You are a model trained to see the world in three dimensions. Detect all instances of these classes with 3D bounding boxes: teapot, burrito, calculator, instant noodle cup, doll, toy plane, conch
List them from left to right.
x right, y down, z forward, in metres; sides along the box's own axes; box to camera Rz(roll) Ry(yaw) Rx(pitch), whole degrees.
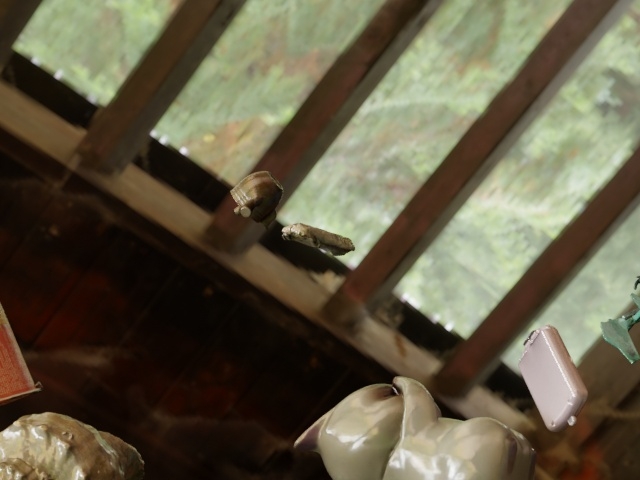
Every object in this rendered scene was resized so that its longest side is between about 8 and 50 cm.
[{"bbox_3d":[-0.559,0.185,1.957,0.213,0.213,0.174,-7,-100,-68],"label":"instant noodle cup"},{"bbox_3d":[-0.378,0.379,1.831,0.324,0.263,0.186,22,-146,-48],"label":"conch"},{"bbox_3d":[-0.093,-0.055,1.901,0.085,0.080,0.110,48,-172,-10],"label":"teapot"},{"bbox_3d":[0.000,-0.002,2.314,0.051,0.042,0.171,6,171,41],"label":"burrito"},{"bbox_3d":[0.171,0.342,1.961,0.370,0.226,0.215,27,-172,30],"label":"doll"},{"bbox_3d":[0.356,0.212,1.933,0.032,0.100,0.175,4,-136,-25],"label":"calculator"},{"bbox_3d":[0.406,0.072,1.473,0.235,0.060,0.096,-19,-111,-33],"label":"toy plane"}]
